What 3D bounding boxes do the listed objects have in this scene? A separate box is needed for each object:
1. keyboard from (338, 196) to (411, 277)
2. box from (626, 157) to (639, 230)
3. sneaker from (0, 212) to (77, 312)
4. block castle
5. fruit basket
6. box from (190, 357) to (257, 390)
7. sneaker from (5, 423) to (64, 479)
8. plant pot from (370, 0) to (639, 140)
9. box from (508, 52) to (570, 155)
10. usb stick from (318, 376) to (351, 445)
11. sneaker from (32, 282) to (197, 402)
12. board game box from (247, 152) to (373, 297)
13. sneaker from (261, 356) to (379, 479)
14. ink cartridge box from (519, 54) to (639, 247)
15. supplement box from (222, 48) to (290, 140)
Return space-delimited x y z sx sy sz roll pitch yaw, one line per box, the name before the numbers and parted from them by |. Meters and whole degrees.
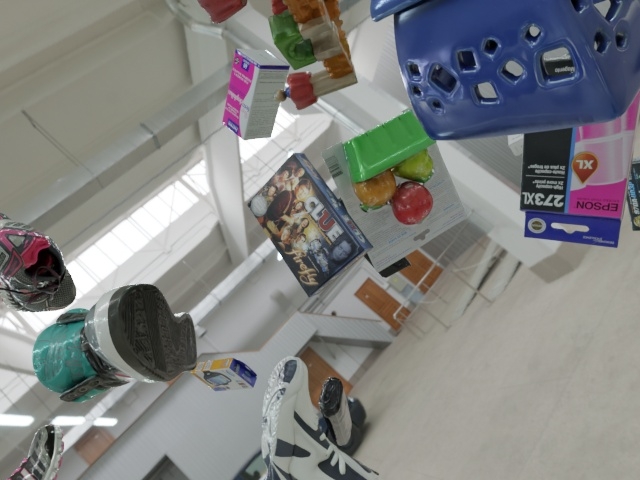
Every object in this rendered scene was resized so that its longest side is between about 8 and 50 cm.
keyboard | 0.184 -0.031 1.343 0.201 0.317 0.033 -33 13 36
box | 0.990 -0.137 1.199 0.051 0.220 0.175 -25 11 -28
sneaker | -0.517 0.067 0.757 0.299 0.112 0.121 110 179 -62
block castle | -0.096 -0.476 0.801 0.213 0.303 0.453 -14 -7 16
fruit basket | 0.205 -0.144 1.122 0.327 0.353 0.165 -30 17 -15
box | -0.199 0.283 0.874 0.136 0.081 0.028 -16 36 34
sneaker | -0.344 0.285 0.460 0.063 0.075 0.170 -50 31 31
plant pot | 0.206 -0.268 0.437 0.236 0.212 0.236 -55 31 -13
box | 0.690 -0.423 1.269 0.232 0.058 0.322 -25 38 40
usb stick | 0.036 0.374 0.894 0.278 0.045 0.077 78 -160 -52
sneaker | -0.269 0.127 0.510 0.178 0.124 0.295 -9 -19 -8
board game box | -0.028 -0.032 0.840 0.165 0.243 0.042 -43 -16 27
sneaker | 0.005 0.270 0.538 0.094 0.153 0.235 155 118 -70
ink cartridge box | 0.479 -0.153 0.783 0.069 0.175 0.371 -37 -55 -43
supplement box | -0.187 -0.410 1.179 0.114 0.111 0.220 -23 -36 -44
